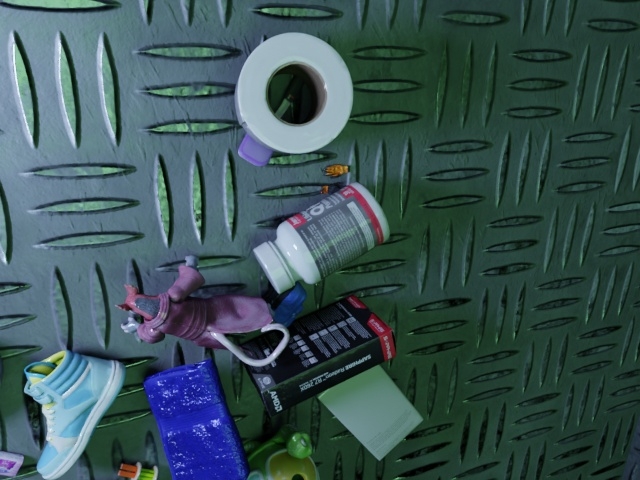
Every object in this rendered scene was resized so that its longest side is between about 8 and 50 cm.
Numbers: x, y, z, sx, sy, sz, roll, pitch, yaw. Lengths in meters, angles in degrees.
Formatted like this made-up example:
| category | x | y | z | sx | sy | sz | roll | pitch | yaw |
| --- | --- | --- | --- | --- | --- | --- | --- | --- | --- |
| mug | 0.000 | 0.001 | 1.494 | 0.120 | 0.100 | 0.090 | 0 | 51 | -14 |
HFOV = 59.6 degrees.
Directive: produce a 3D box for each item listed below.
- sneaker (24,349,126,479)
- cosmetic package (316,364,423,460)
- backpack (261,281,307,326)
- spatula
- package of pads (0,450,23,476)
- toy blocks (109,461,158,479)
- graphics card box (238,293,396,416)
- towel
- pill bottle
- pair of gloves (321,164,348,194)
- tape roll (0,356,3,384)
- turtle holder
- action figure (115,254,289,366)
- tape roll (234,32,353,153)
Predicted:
| category | x | y | z | sx | sy | sz | roll | pitch | yaw |
| --- | --- | --- | --- | --- | --- | --- | --- | --- | --- |
| sneaker | -0.629 | 0.396 | 1.316 | 0.208 | 0.127 | 0.319 | 33 | 84 | -33 |
| cosmetic package | 0.127 | 0.460 | 1.663 | 0.197 | 0.155 | 0.366 | -40 | 120 | -6 |
| backpack | -0.095 | 0.158 | 1.480 | 0.120 | 0.098 | 0.101 | -53 | 131 | -12 |
| spatula | -0.092 | -0.314 | 1.330 | 0.084 | 0.030 | 0.296 | 30 | 95 | -32 |
| package of pads | -0.773 | 0.540 | 1.357 | 0.083 | 0.032 | 0.050 | 27 | 99 | -30 |
| toy blocks | -0.529 | 0.646 | 1.497 | 0.148 | 0.054 | 0.123 | 25 | 99 | -30 |
| graphics card box | -0.013 | 0.293 | 1.489 | 0.370 | 0.233 | 0.094 | -22 | 118 | -16 |
| towel | -0.315 | 0.461 | 1.382 | 0.227 | 0.076 | 0.308 | -20 | 90 | 26 |
| pill bottle | 0.000 | 0.000 | 1.411 | 0.318 | 0.176 | 0.176 | -30 | 119 | -11 |
| pair of gloves | 0.038 | -0.158 | 1.462 | 0.074 | 0.010 | 0.083 | -5 | 113 | -23 |
| tape roll | -0.821 | 0.307 | 1.221 | 0.219 | 0.072 | 0.219 | -9 | 113 | -20 |
| turtle holder | -0.096 | 0.694 | 1.612 | 0.243 | 0.227 | 0.320 | 40 | 91 | -30 |
| action figure | -0.305 | 0.196 | 1.311 | 0.370 | 0.276 | 0.248 | 20 | 107 | -43 |
| tape roll | -0.064 | -0.315 | 1.230 | 0.246 | 0.169 | 0.246 | -2 | 100 | -10 |
